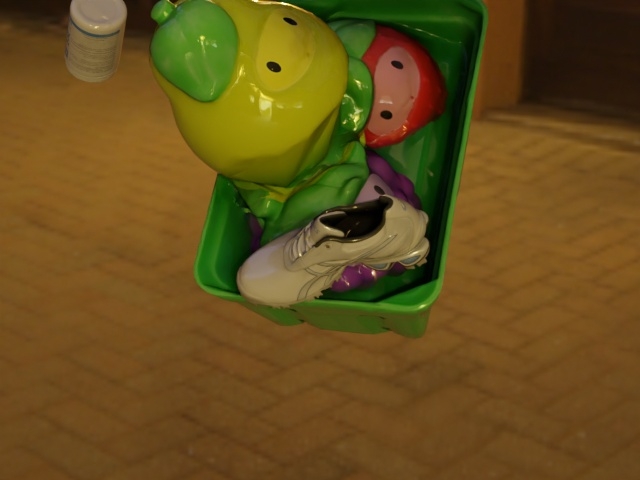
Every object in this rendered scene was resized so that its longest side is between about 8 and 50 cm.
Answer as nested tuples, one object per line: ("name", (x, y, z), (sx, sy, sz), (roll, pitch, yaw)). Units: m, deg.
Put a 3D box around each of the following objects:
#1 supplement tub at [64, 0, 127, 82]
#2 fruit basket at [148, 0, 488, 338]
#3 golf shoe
("supplement tub", (-0.281, -0.256, 1.600), (0.071, 0.107, 0.071), (8, 55, -12))
("fruit basket", (0.002, -0.114, 1.254), (0.283, 0.392, 0.392), (5, 16, 15))
("golf shoe", (0.000, 0.000, 1.068), (0.176, 0.069, 0.086), (-20, -31, 16))
